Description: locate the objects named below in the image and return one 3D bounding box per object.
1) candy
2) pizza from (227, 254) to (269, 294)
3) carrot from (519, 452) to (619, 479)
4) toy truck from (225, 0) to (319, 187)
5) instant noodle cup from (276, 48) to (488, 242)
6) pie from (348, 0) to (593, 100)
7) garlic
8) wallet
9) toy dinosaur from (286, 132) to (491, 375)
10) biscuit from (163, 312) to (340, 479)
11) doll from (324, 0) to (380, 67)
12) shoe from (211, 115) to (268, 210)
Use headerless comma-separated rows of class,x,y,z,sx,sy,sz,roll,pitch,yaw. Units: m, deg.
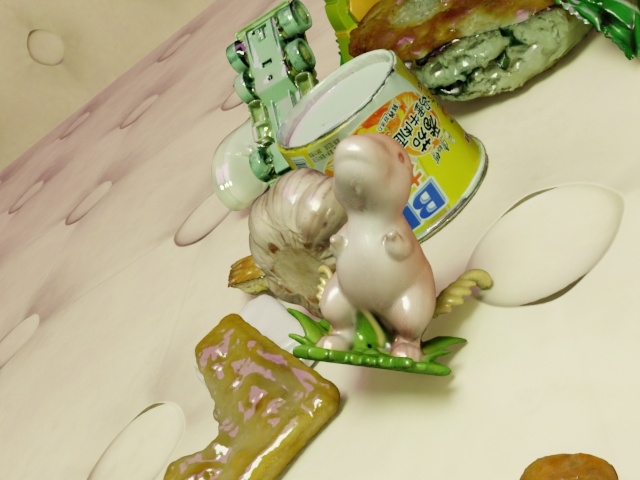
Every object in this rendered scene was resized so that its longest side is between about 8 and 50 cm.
candy,0.333,-0.284,0.799,0.203,0.141,0.078,-37,-3,2
pizza,-0.055,0.034,0.939,0.160,0.035,0.099,-18,21,40
carrot,0.149,0.203,0.377,0.057,0.057,0.224,-33,30,19
toy truck,-0.032,-0.196,1.122,0.128,0.135,0.259,-25,62,27
instant noodle cup,0.054,-0.098,0.865,0.205,0.153,0.205,-34,26,20
pie,0.202,-0.289,0.973,0.355,0.103,0.288,-19,35,21
garlic,0.000,0.000,0.781,0.147,0.159,0.102,5,40,23
wallet,-0.072,0.120,0.839,0.124,0.032,0.183,-48,27,-7
toy dinosaur,0.037,0.015,0.649,0.152,0.194,0.177,3,78,32
biscuit,-0.087,0.168,0.728,0.174,0.039,0.183,26,69,40
doll,0.064,-0.287,1.132,0.134,0.186,0.106,-19,18,-20
shoe,-0.072,-0.154,1.201,0.110,0.095,0.265,-21,30,35
